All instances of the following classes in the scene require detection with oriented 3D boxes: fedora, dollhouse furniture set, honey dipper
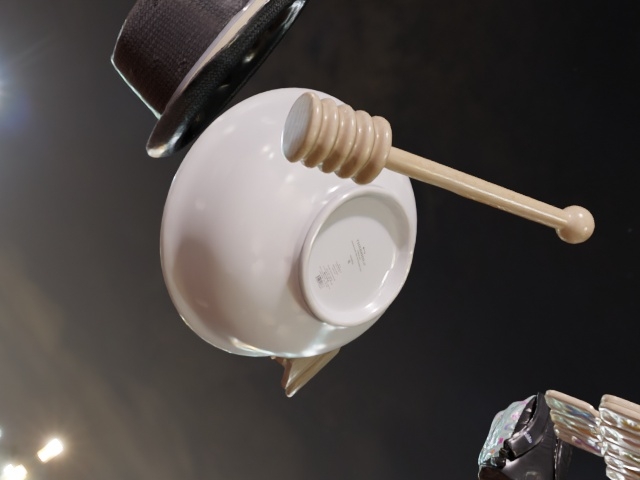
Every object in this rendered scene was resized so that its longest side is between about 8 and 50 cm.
[{"bbox_3d":[-0.151,-0.268,1.079,0.152,0.334,0.334,40,-27,-6],"label":"fedora"},{"bbox_3d":[-0.063,0.118,1.099,0.151,0.123,0.144,37,-39,18],"label":"dollhouse furniture set"},{"bbox_3d":[0.059,-0.027,0.372,0.030,0.160,0.030,-38,-135,50],"label":"honey dipper"}]

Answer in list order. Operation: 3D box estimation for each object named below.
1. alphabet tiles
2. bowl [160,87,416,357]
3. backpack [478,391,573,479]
[{"bbox_3d":[0.399,0.260,0.986,0.278,0.021,0.284,19,-22,30],"label":"alphabet tiles"},{"bbox_3d":[0.000,0.000,0.858,0.134,0.298,0.298,22,-42,49],"label":"bowl"},{"bbox_3d":[0.326,0.330,1.336,0.152,0.182,0.115,43,-40,-13],"label":"backpack"}]
